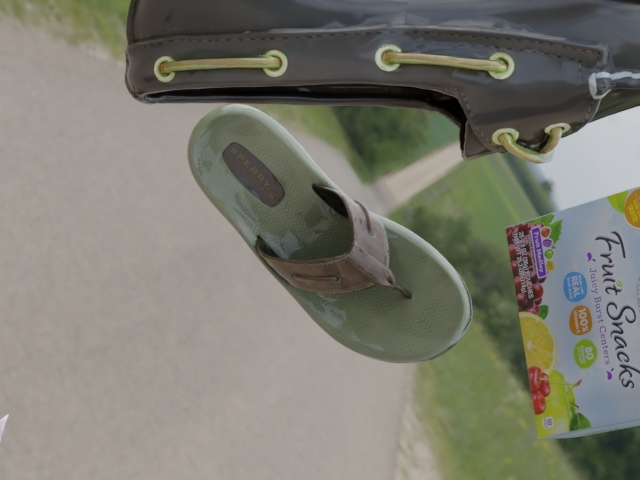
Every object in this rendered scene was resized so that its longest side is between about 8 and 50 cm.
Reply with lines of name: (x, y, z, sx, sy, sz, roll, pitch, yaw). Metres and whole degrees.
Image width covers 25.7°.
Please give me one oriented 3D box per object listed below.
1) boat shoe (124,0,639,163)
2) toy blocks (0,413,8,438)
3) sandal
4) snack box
boat shoe: (0.049, -0.060, 0.459, 0.081, 0.227, 0.069, -12, 112, -85)
toy blocks: (-0.365, 0.218, 0.889, 0.309, 0.260, 0.289, 68, 32, -59)
sandal: (-0.002, 0.000, 1.231, 0.302, 0.120, 0.086, 40, 2, 3)
snack box: (0.272, 0.067, 1.293, 0.070, 0.174, 0.207, 8, 71, -48)
